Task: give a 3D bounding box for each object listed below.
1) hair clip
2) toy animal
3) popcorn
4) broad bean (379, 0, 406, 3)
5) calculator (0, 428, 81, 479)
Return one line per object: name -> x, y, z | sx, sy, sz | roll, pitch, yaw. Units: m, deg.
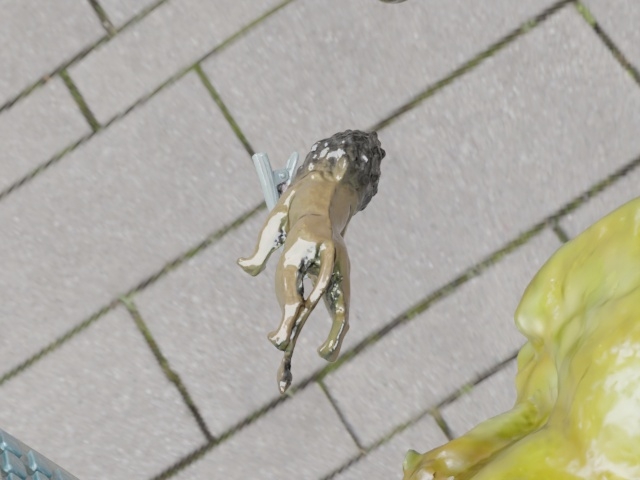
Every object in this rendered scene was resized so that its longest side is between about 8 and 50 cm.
hair clip -> -0.025, -0.023, 1.188 | 0.039, 0.030, 0.115 | -14, 95, -14
toy animal -> -0.009, 0.013, 0.831 | 0.069, 0.086, 0.220 | 25, 42, -14
popcorn -> 0.161, 0.105, 0.567 | 0.225, 0.276, 0.276 | 16, 78, 30
broad bean -> 0.141, -0.211, 1.000 | 0.213, 0.048, 0.070 | -15, 28, 5
calculator -> -0.194, 0.269, 1.183 | 0.054, 0.256, 0.386 | -46, 112, -1
